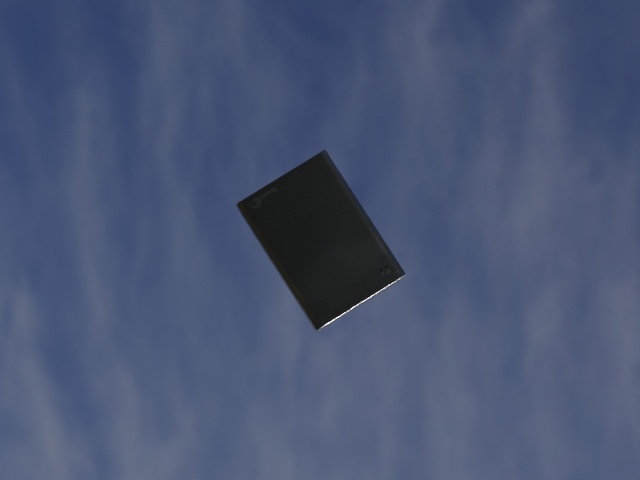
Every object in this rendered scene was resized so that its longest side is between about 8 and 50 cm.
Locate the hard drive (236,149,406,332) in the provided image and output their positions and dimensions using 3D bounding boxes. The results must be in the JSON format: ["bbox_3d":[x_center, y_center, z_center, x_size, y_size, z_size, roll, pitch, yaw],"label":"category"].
[{"bbox_3d":[0.000,0.000,1.615,0.135,0.094,0.022,57,-8,8],"label":"hard drive"}]
